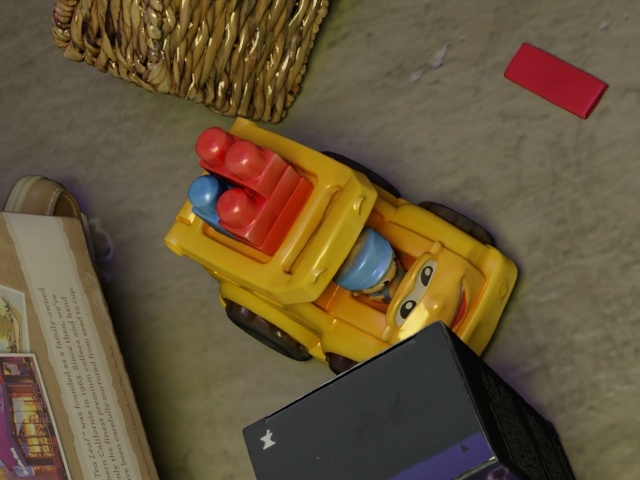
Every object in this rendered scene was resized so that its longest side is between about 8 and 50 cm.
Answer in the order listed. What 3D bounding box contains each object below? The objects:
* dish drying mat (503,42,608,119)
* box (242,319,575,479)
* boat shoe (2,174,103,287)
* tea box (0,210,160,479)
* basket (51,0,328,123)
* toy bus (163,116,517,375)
[{"bbox_3d":[0.176,-0.120,1.480,0.083,0.008,0.032,33,86,36],"label":"dish drying mat"},{"bbox_3d":[0.070,0.163,1.276,0.153,0.207,0.108,-30,55,14],"label":"box"},{"bbox_3d":[-0.200,0.083,1.547,0.089,0.104,0.285,-9,74,19],"label":"boat shoe"},{"bbox_3d":[-0.302,0.188,1.389,0.323,0.220,0.329,-30,70,33],"label":"tea box"},{"bbox_3d":[-0.114,-0.271,1.555,0.223,0.213,0.299,28,101,37],"label":"basket"},{"bbox_3d":[0.000,0.000,1.397,0.220,0.211,0.149,26,80,35],"label":"toy bus"}]
